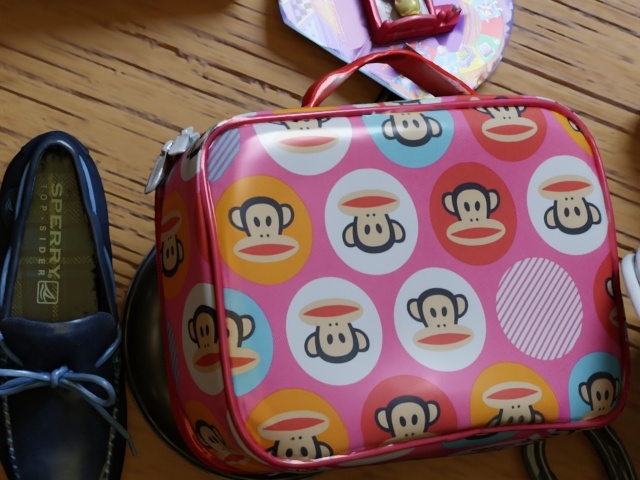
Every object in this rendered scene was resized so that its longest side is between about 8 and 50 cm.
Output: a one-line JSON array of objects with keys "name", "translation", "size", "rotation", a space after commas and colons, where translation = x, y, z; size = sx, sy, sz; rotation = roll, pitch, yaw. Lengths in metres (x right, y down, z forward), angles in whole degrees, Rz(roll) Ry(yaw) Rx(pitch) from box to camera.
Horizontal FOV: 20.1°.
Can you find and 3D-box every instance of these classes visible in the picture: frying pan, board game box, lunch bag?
[{"name": "frying pan", "translation": [0.016, 0.025, 1.205], "size": [0.326, 0.053, 0.197], "rotation": [-38, 92, -8]}, {"name": "board game box", "translation": [0.057, -0.175, 1.224], "size": [0.169, 0.033, 0.133], "rotation": [33, 70, -3]}, {"name": "lunch bag", "translation": [0.044, 0.009, 1.125], "size": [0.293, 0.120, 0.258], "rotation": [-3, 81, -25]}]

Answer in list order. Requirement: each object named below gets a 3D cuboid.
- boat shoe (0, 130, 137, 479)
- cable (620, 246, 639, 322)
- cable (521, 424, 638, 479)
[{"name": "boat shoe", "translation": [-0.178, 0.058, 1.147], "size": [0.109, 0.089, 0.258], "rotation": [-9, 85, -9]}, {"name": "cable", "translation": [0.286, 0.100, 1.129], "size": [0.089, 0.257, 0.257], "rotation": [-32, 59, 16]}, {"name": "cable", "translation": [0.240, 0.231, 1.221], "size": [0.287, 0.072, 0.139], "rotation": [36, 94, 9]}]
